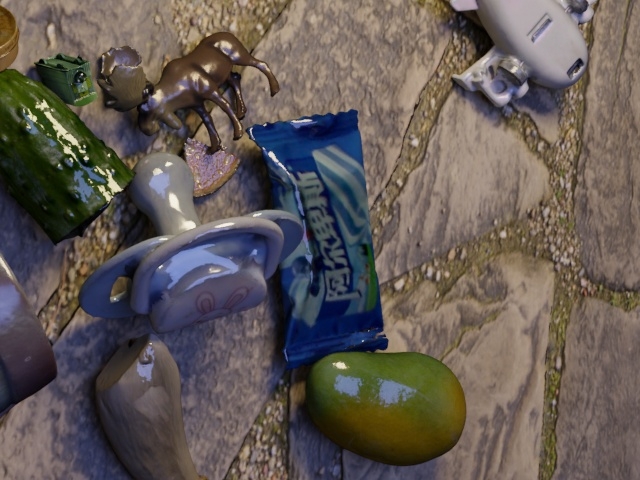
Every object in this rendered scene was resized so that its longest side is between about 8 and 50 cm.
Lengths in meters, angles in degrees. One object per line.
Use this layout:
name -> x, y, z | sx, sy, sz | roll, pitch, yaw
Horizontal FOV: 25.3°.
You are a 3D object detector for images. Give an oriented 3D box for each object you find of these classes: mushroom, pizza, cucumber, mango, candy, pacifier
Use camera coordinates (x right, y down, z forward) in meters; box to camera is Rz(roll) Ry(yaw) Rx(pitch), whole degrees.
mushroom -> -0.208, 0.229, 1.735 | 0.108, 0.096, 0.247 | -19, 108, -12
pizza -> -0.148, -0.100, 1.816 | 0.083, 0.025, 0.078 | -36, 104, -16
cucumber -> -0.333, -0.120, 1.658 | 0.134, 0.134, 0.244 | -45, 99, -23
mango -> 0.086, 0.220, 1.892 | 0.251, 0.114, 0.156 | 13, 112, -36
candy -> 0.000, 0.000, 1.872 | 0.187, 0.077, 0.331 | -12, 101, -36
pacifier -> -0.169, -0.012, 1.716 | 0.287, 0.238, 0.226 | -18, 67, -20

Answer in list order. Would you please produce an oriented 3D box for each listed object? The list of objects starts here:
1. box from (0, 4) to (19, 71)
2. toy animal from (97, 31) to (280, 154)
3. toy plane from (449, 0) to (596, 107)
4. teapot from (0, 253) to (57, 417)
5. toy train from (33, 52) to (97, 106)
box -> -0.397, -0.230, 1.626 | 0.105, 0.105, 0.037 | -25, 144, -29
toy animal -> -0.173, -0.192, 1.768 | 0.186, 0.093, 0.214 | 48, 51, -15
toy plane -> 0.285, -0.312, 2.025 | 0.252, 0.118, 0.252 | -5, 105, -18
teapot -> -0.466, 0.157, 1.535 | 0.312, 0.233, 0.315 | -30, 132, -21
toy train -> -0.302, -0.191, 1.688 | 0.038, 0.093, 0.056 | -27, 117, -29
